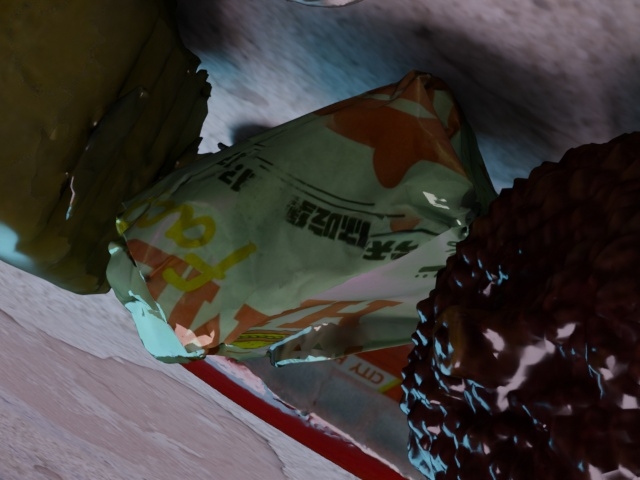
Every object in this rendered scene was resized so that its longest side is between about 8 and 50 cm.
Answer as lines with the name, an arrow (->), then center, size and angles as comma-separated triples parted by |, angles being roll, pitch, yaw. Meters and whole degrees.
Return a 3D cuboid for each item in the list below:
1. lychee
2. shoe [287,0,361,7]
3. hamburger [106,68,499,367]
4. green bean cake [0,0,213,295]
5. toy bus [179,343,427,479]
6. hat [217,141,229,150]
lychee -> 0.165, 0.064, 0.863 | 0.271, 0.236, 0.236 | 4, 179, -34
shoe -> -0.044, -0.165, 0.860 | 0.169, 0.071, 0.099 | 16, 153, 29
hamburger -> 0.001, 0.002, 1.015 | 0.214, 0.125, 0.235 | -17, 172, 15
green bean cake -> -0.207, -0.127, 1.041 | 0.310, 0.202, 0.285 | 31, 175, 7
toy bus -> 0.004, 0.080, 1.315 | 0.265, 0.120, 0.121 | 32, 163, 1
hat -> -0.024, -0.021, 1.215 | 0.121, 0.050, 0.121 | 27, 164, 8
